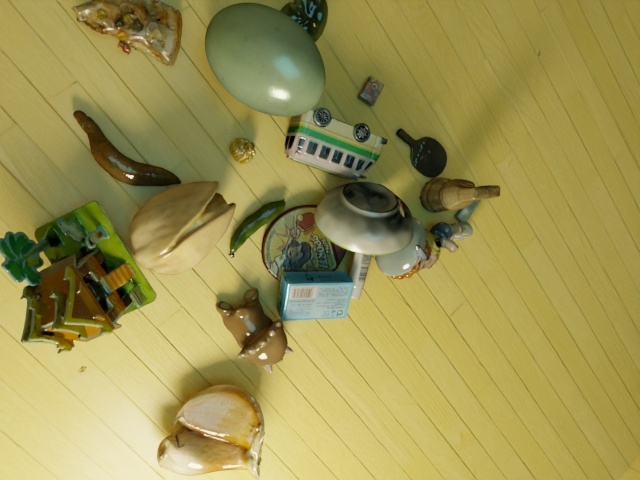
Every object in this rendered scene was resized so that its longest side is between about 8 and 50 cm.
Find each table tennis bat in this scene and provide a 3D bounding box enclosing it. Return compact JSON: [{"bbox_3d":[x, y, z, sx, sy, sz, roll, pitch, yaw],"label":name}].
[{"bbox_3d":[0.361,-0.321,1.957,0.234,0.022,0.131,35,84,-23],"label":"table tennis bat"},{"bbox_3d":[0.000,0.000,1.836,0.414,0.051,0.268,-19,105,-16],"label":"table tennis bat"}]

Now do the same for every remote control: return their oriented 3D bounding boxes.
[{"bbox_3d":[0.552,-0.121,2.053,0.053,0.018,0.124,39,82,-22],"label":"remote control"}]

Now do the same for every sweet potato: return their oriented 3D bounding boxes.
[{"bbox_3d":[-0.572,-0.231,1.574,0.346,0.079,0.108,37,54,-19],"label":"sweet potato"}]

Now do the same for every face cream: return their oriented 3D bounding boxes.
[{"bbox_3d":[0.137,0.080,1.870,0.092,0.058,0.244,6,103,-43],"label":"face cream"}]

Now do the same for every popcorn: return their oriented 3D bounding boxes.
[{"bbox_3d":[-0.235,-0.279,1.695,0.084,0.084,0.084,-2,97,-21],"label":"popcorn"}]

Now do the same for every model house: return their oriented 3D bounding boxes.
[{"bbox_3d":[-0.647,0.106,1.416,0.242,0.313,0.358,-22,105,10],"label":"model house"}]

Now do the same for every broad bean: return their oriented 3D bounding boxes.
[{"bbox_3d":[-0.209,-0.052,1.747,0.254,0.046,0.065,-44,99,-9],"label":"broad bean"},{"bbox_3d":[-0.058,-0.692,1.732,0.153,0.072,0.207,28,97,-19],"label":"broad bean"}]

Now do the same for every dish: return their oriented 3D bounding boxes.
[{"bbox_3d":[0.149,-0.101,1.725,0.324,0.324,0.124,-5,130,-21],"label":"dish"}]

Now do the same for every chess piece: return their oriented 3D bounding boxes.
[{"bbox_3d":[0.473,-0.158,1.868,0.137,0.301,0.137,-1,94,-20],"label":"chess piece"}]

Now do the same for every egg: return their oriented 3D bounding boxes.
[{"bbox_3d":[-0.157,-0.515,1.577,0.389,0.276,0.276,40,80,9],"label":"egg"}]

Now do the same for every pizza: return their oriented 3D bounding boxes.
[{"bbox_3d":[-0.533,-0.621,1.544,0.296,0.071,0.189,19,90,-22],"label":"pizza"}]

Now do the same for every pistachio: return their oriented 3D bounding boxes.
[{"bbox_3d":[-0.395,-0.042,1.575,0.321,0.238,0.229,-43,115,-20],"label":"pistachio"}]

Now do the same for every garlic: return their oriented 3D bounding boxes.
[{"bbox_3d":[-0.325,0.604,1.690,0.312,0.249,0.286,9,110,-2],"label":"garlic"}]

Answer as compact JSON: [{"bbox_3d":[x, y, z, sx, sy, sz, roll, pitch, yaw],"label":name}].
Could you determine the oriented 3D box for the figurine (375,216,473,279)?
[{"bbox_3d":[0.355,0.006,1.936,0.381,0.224,0.205,-15,79,-43],"label":"figurine"}]

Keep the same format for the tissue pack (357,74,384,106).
[{"bbox_3d":[0.169,-0.504,1.852,0.063,0.035,0.083,31,86,-22],"label":"tissue pack"}]

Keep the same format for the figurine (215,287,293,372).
[{"bbox_3d":[-0.197,0.290,1.722,0.177,0.173,0.247,-22,104,-17],"label":"figurine"}]

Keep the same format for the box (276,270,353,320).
[{"bbox_3d":[-0.019,0.181,1.807,0.232,0.083,0.143,0,116,-23],"label":"box"}]

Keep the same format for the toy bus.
[{"bbox_3d":[0.043,-0.306,1.767,0.305,0.143,0.179,16,92,-23],"label":"toy bus"}]
